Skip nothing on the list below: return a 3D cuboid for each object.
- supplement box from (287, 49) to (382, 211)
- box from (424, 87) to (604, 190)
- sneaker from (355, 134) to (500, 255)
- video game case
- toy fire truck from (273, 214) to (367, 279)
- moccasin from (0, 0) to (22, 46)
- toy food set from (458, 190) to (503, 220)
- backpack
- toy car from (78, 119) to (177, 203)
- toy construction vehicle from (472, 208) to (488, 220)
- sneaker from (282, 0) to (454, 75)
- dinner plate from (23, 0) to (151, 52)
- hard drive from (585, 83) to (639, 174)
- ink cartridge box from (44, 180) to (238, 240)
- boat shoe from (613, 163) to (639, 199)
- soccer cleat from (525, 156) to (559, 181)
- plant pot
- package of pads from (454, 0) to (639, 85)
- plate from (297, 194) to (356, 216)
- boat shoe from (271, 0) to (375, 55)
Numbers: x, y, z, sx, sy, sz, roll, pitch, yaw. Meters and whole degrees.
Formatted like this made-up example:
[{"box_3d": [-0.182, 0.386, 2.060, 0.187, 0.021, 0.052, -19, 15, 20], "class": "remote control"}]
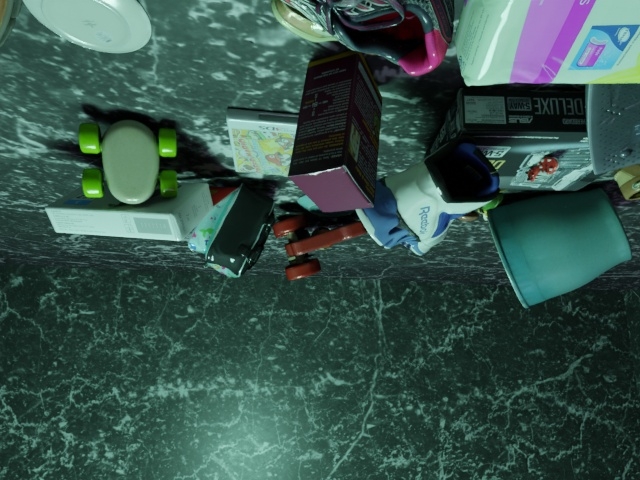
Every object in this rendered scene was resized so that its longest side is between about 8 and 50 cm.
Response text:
[{"box_3d": [0.027, -0.146, 0.576, 0.080, 0.188, 0.104, -5, 154, 27], "class": "supplement box"}, {"box_3d": [0.356, -0.163, 0.735, 0.307, 0.077, 0.242, 1, 166, 0], "class": "box"}, {"box_3d": [0.198, -0.066, 0.679, 0.182, 0.128, 0.315, -27, 168, 27], "class": "sneaker"}, {"box_3d": [-0.069, -0.179, 0.825, 0.206, 0.026, 0.227, 3, 166, -6], "class": "video game case"}, {"box_3d": [0.000, 0.000, 1.266, 0.253, 0.170, 0.302, -16, 180, -5], "class": "toy fire truck"}, {"box_3d": [-0.420, -0.242, 0.392, 0.379, 0.139, 0.147, 5, -175, 25], "class": "moccasin"}, {"box_3d": [0.315, -0.086, 0.914, 0.217, 0.071, 0.128, -14, -157, -40], "class": "toy food set"}, {"box_3d": [-0.222, -0.019, 1.098, 0.191, 0.225, 0.253, 24, 170, -1], "class": "backpack"}, {"box_3d": [-0.362, -0.155, 0.820, 0.154, 0.149, 0.188, -1, -166, -20], "class": "toy car"}, {"box_3d": [0.424, -0.074, 1.176, 0.085, 0.035, 0.098, -7, 164, 32], "class": "toy construction vehicle"}, {"box_3d": [0.003, -0.245, 0.371, 0.299, 0.112, 0.121, 8, 165, -23], "class": "sneaker"}, {"box_3d": [-0.280, -0.268, 0.510, 0.141, 0.017, 0.141, 2, 168, 0], "class": "dinner plate"}, {"box_3d": [0.408, -0.192, 0.502, 0.171, 0.054, 0.255, -16, 143, 23], "class": "hard drive"}, {"box_3d": [-0.366, -0.095, 0.907, 0.296, 0.066, 0.261, 4, -149, 16], "class": "ink cartridge box"}, {"box_3d": [0.664, -0.143, 0.690, 0.122, 0.120, 0.324, 10, 164, -32], "class": "boat shoe"}, {"box_3d": [0.374, -0.118, 0.700, 0.035, 0.029, 0.083, -7, 170, -4], "class": "soccer cleat"}, {"box_3d": [0.589, 0.001, 1.045, 0.255, 0.272, 0.271, -22, 156, 26], "class": "plant pot"}, {"box_3d": [0.273, -0.233, 0.305, 0.296, 0.101, 0.229, 0, 148, 2], "class": "package of pads"}, {"box_3d": [0.030, -0.094, 1.167, 0.188, 0.024, 0.188, 2, 166, 0], "class": "plate"}, {"box_3d": [0.021, -0.250, 0.468, 0.152, 0.056, 0.048, 6, 165, -29], "class": "boat shoe"}]
